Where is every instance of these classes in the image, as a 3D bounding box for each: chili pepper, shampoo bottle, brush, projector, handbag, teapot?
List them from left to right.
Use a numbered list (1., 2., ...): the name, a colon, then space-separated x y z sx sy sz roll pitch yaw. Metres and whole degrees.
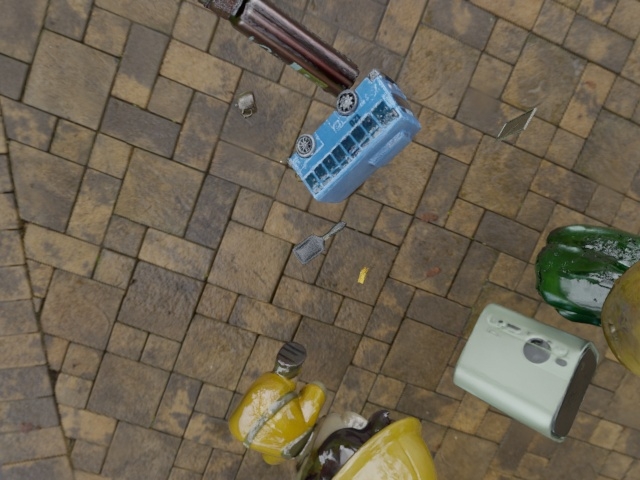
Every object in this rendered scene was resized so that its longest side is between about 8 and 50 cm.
1. teapot: -0.258 -0.464 1.432 0.069 0.076 0.121 -11 63 2
2. shampoo bottle: -0.077 -0.404 0.825 0.323 0.129 0.084 24 105 -29
3. brush: 0.000 0.000 1.236 0.193 0.016 0.062 -37 90 20
4. handbag: 0.205 0.164 1.977 0.027 0.083 0.061 18 110 15
5. projector: 0.532 0.335 1.081 0.248 0.249 0.248 35 81 -45
6. chili pepper: 0.650 0.084 0.954 0.249 0.257 0.233 21 86 -32

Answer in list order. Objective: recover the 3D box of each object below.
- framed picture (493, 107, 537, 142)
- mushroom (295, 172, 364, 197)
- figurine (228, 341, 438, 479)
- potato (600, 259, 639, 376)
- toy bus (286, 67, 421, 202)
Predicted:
1. framed picture: 0.720 -0.425 1.547 0.011 0.149 0.109 39 74 -10
2. mushroom: 0.073 -0.313 1.803 0.345 0.345 0.238 -27 75 0
3. figurine: 0.011 0.258 0.484 0.257 0.167 0.192 30 110 10
4. potato: 0.545 0.083 0.480 0.296 0.397 0.289 -2 72 5
5. toy bus: 0.067 -0.182 0.773 0.234 0.116 0.133 -41 71 26
